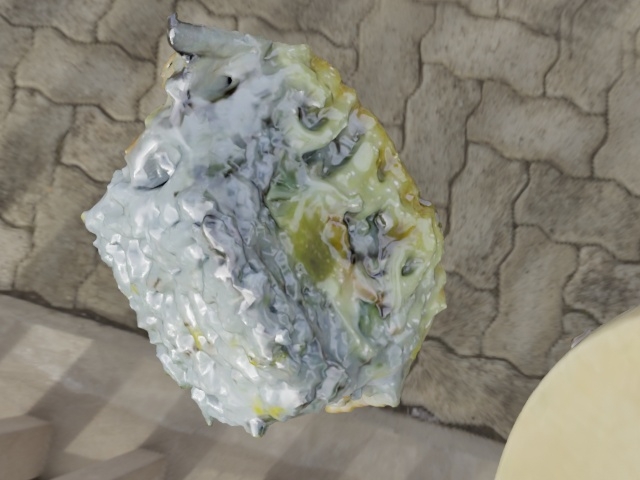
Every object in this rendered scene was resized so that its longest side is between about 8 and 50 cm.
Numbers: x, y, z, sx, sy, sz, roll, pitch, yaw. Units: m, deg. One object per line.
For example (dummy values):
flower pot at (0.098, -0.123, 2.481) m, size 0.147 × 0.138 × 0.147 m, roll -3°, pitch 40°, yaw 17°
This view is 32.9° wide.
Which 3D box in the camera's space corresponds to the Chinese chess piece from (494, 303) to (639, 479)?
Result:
Chinese chess piece at (0.184, 0.147, 0.439) m, size 0.102 × 0.273 × 0.273 m, roll 3°, pitch 83°, yaw -34°

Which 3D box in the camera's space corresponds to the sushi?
sushi at (-0.034, -0.007, 0.678) m, size 0.184 × 0.139 × 0.274 m, roll -40°, pitch 103°, yaw -42°
